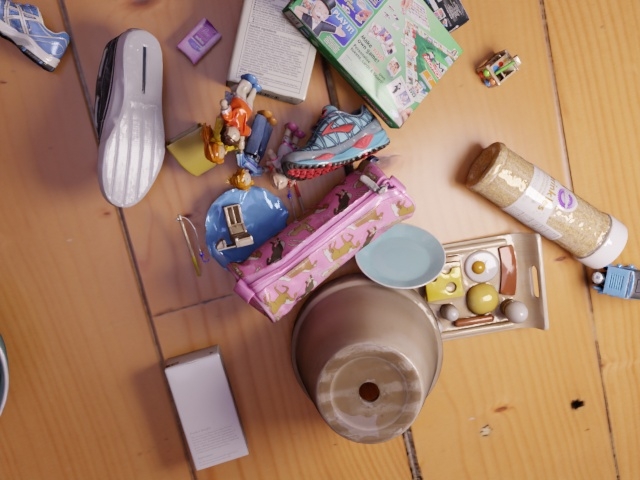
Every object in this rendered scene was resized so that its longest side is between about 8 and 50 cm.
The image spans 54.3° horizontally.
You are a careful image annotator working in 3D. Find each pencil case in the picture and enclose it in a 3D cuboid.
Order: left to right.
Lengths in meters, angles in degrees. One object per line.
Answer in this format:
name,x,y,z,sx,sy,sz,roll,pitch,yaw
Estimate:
pencil case,0.000,0.000,1.242,0.386,0.160,0.167,-38,134,-6

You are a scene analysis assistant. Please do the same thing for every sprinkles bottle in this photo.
sprinkles bottle,0.490,-0.073,1.354,0.355,0.121,0.121,30,91,-11

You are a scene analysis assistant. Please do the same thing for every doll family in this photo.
doll family,-0.143,-0.187,1.207,0.263,0.118,0.163,40,62,-51

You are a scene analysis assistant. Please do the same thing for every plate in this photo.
plate,0.166,0.035,1.303,0.188,0.188,0.024,-10,135,-8

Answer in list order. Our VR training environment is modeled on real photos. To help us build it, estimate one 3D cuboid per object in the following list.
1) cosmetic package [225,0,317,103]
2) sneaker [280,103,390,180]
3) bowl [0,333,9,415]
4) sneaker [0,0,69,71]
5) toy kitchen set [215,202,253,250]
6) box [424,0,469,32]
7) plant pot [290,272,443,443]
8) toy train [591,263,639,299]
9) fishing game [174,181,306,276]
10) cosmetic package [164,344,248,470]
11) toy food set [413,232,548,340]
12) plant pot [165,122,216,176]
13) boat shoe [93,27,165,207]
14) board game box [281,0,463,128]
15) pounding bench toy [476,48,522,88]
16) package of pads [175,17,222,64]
cosmetic package,-0.077,-0.438,1.218,0.160,0.113,0.309,13,94,-11
sneaker,0.014,-0.203,1.252,0.262,0.104,0.125,-24,90,-36
bowl,-0.724,0.238,1.169,0.312,0.163,0.311,-1,97,-10
sneaker,-0.568,-0.412,1.163,0.211,0.080,0.081,40,83,-21
toy kitchen set,-0.179,-0.025,1.222,0.068,0.083,0.075,-15,103,-15
box,0.177,-0.500,1.283,0.175,0.051,0.220,-34,101,-4
plant pot,0.089,0.244,1.218,0.323,0.280,0.323,1,98,4
toy train,0.691,0.095,1.400,0.184,0.105,0.080,8,96,-33
fishing game,-0.150,-0.022,1.297,0.264,0.041,0.189,-24,108,-12
cosmetic package,-0.236,0.347,1.306,0.117,0.085,0.231,-15,97,-8
toy food set,0.335,0.114,1.359,0.306,0.092,0.219,-9,98,-4
plant pot,-0.250,-0.176,1.242,0.081,0.081,0.083,-31,111,-5
boat shoe,-0.372,-0.230,1.199,0.121,0.119,0.335,9,88,-44
board game box,0.109,-0.401,1.202,0.317,0.046,0.213,43,82,-24
pounding bench toy,0.378,-0.361,1.318,0.065,0.083,0.052,-40,102,-3
package of pads,-0.240,-0.394,1.237,0.050,0.032,0.083,44,89,-14
